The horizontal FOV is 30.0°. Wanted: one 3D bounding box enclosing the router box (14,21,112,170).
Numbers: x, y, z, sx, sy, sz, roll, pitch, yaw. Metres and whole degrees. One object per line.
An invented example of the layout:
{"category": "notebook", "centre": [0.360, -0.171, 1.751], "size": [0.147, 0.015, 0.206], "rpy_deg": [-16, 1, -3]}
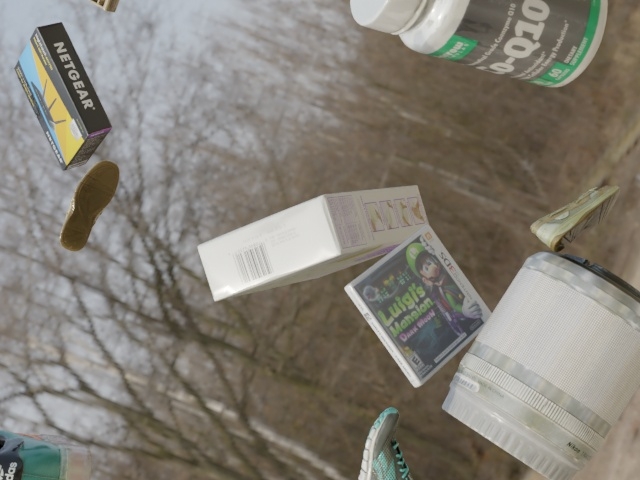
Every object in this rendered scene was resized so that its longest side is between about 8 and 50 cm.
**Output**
{"category": "router box", "centre": [-0.380, -0.210, 1.756], "size": [0.046, 0.179, 0.133], "rpy_deg": [-22, -9, -34]}

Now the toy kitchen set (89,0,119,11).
{"category": "toy kitchen set", "centre": [-0.250, -0.302, 1.381], "size": [0.083, 0.068, 0.075], "rpy_deg": [-7, -56, -60]}

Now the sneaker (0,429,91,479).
{"category": "sneaker", "centre": [-0.327, 0.242, 1.234], "size": [0.302, 0.121, 0.108], "rpy_deg": [153, 129, -63]}

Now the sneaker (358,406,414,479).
{"category": "sneaker", "centre": [0.093, 0.304, 1.592], "size": [0.065, 0.076, 0.166], "rpy_deg": [-37, -40, -72]}

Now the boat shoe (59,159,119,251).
{"category": "boat shoe", "centre": [-0.310, -0.052, 1.590], "size": [0.135, 0.050, 0.045], "rpy_deg": [-57, 20, 14]}

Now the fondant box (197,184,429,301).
{"category": "fondant box", "centre": [0.000, 0.000, 1.884], "size": [0.330, 0.238, 0.096], "rpy_deg": [-12, -98, -61]}

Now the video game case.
{"category": "video game case", "centre": [0.146, 0.090, 1.712], "size": [0.190, 0.173, 0.022], "rpy_deg": [-35, 0, -38]}

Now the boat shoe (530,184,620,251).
{"category": "boat shoe", "centre": [0.350, -0.039, 1.625], "size": [0.153, 0.048, 0.056], "rpy_deg": [-35, -30, -28]}

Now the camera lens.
{"category": "camera lens", "centre": [0.321, 0.168, 1.636], "size": [0.274, 0.219, 0.219], "rpy_deg": [-56, -7, -3]}

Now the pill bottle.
{"category": "pill bottle", "centre": [0.242, -0.372, 1.846], "size": [0.204, 0.361, 0.204], "rpy_deg": [-169, 90, -67]}
